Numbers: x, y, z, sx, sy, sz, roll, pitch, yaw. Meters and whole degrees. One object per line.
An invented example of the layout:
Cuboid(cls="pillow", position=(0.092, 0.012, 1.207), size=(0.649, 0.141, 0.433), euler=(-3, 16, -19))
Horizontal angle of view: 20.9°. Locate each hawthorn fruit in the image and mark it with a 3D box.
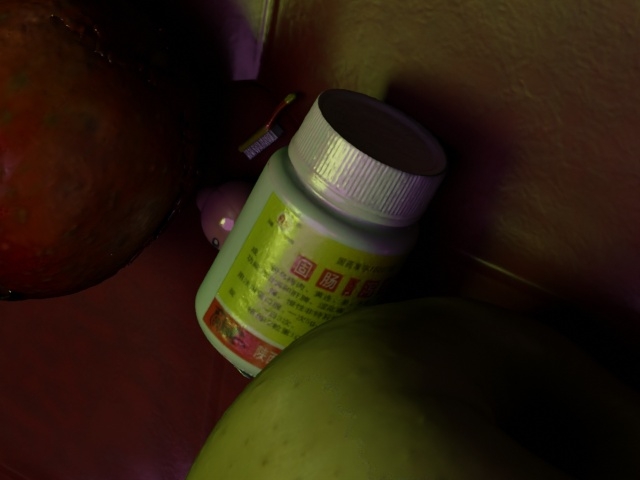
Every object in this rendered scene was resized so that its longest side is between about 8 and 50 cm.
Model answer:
Cuboid(cls="hawthorn fruit", position=(-0.258, -0.083, 1.481), size=(0.316, 0.316, 0.316), euler=(16, 120, 29))

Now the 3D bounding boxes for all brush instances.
Cuboid(cls="brush", position=(-0.040, -0.099, 1.500), size=(0.021, 0.019, 0.083), euler=(44, 131, -3))

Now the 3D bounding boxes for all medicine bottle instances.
Cuboid(cls="medicine bottle", position=(0.000, 0.000, 1.425), size=(0.139, 0.139, 0.225), euler=(37, 117, 15))

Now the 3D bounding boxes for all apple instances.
Cuboid(cls="apple", position=(0.085, 0.280, 1.311), size=(0.474, 0.473, 0.473), euler=(16, 120, 29))

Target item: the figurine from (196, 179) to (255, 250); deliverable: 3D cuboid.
Cuboid(cls="figurine", position=(-0.074, -0.021, 1.530), size=(0.083, 0.071, 0.067), euler=(38, 87, 4))
